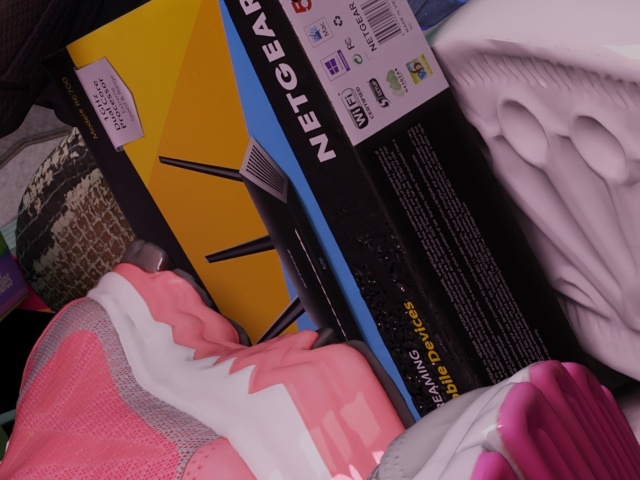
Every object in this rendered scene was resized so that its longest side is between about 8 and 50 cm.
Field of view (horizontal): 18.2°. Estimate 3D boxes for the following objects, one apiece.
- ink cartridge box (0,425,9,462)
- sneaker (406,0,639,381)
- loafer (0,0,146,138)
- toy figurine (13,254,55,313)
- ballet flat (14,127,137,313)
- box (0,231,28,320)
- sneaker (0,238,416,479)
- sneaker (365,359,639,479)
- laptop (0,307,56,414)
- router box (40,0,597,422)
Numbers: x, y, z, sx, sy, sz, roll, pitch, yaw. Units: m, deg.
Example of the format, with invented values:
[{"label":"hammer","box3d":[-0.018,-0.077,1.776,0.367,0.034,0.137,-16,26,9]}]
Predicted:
[{"label":"ink cartridge box","box3d":[-0.234,0.147,0.766,0.160,0.093,0.219,-22,10,36]},{"label":"sneaker","box3d":[0.142,-0.070,0.642,0.236,0.130,0.323,-34,18,-21]},{"label":"loafer","box3d":[-0.114,-0.101,0.724,0.109,0.095,0.302,-61,-5,14]},{"label":"toy figurine","box3d":[-0.115,0.024,1.151,0.159,0.130,0.173,-42,34,0]},{"label":"ballet flat","box3d":[0.088,-0.063,0.868,0.482,0.164,0.182,-26,35,2]},{"label":"box","box3d":[-0.266,0.048,0.735,0.243,0.117,0.213,-26,9,17]},{"label":"sneaker","box3d":[-0.063,0.083,0.548,0.136,0.116,0.314,-32,10,-14]},{"label":"sneaker","box3d":[-0.009,0.102,0.316,0.111,0.103,0.252,-20,12,35]},{"label":"laptop","box3d":[-0.348,-0.004,1.005,0.382,0.408,0.236,-22,18,25]},{"label":"router box","box3d":[0.000,0.000,0.613,0.046,0.179,0.133,-33,9,-34]}]
